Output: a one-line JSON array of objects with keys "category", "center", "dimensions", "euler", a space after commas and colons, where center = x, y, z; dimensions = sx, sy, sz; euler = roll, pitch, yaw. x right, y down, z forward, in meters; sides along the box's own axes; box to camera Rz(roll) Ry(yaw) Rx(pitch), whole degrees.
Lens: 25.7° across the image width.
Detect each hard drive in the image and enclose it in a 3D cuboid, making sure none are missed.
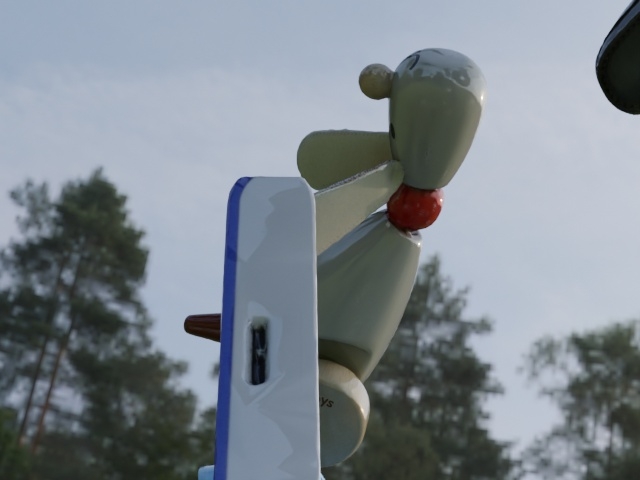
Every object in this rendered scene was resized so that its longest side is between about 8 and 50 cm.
[{"category": "hard drive", "center": [-0.023, 0.160, 0.646], "dimensions": [0.040, 0.210, 0.319], "euler": [0, -48, -2]}]

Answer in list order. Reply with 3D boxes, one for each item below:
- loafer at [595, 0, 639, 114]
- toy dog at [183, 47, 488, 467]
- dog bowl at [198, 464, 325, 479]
[{"category": "loafer", "center": [0.223, -0.127, 0.733], "dimensions": [0.076, 0.078, 0.223], "euler": [50, -43, -6]}, {"category": "toy dog", "center": [0.000, 0.000, 1.082], "dimensions": [0.160, 0.334, 0.220], "euler": [19, 5, -3]}, {"category": "dog bowl", "center": [0.006, 0.262, 1.018], "dimensions": [0.074, 0.166, 0.297], "euler": [-26, -48, 0]}]
